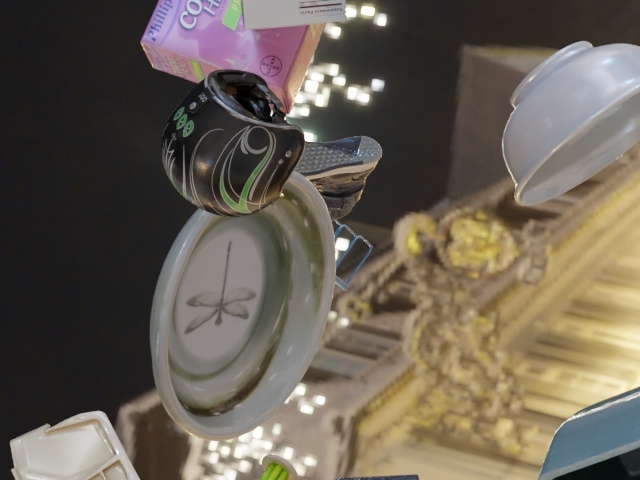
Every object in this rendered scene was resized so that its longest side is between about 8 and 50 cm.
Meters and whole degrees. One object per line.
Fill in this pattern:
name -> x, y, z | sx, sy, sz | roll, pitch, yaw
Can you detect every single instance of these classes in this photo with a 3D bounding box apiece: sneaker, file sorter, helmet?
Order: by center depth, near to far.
helmet -> -0.110, -0.108, 1.702 | 0.161, 0.169, 0.169 | -61, -12, 29
sneaker -> -0.020, -0.099, 2.417 | 0.163, 0.226, 0.086 | 116, 143, -49
file sorter -> 0.000, 0.000, 2.765 | 0.104, 0.170, 0.118 | -54, -23, -3

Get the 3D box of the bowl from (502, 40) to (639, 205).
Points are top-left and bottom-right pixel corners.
bowl -> 0.368, -0.190, 2.016 | 0.298, 0.134, 0.298 | -31, -15, -10

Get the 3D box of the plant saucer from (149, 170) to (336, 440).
plant saucer -> -0.129, 0.082, 2.007 | 0.400, 0.101, 0.400 | -30, -53, -48

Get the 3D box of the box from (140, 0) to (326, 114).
box -> -0.127, -0.350, 2.237 | 0.117, 0.243, 0.213 | 72, -141, -74

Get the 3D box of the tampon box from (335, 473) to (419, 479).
tampon box -> 0.058, 0.363, 1.628 | 0.161, 0.102, 0.120 | 107, 158, -48

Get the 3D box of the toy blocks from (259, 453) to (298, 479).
toy blocks -> -0.067, 0.365, 1.782 | 0.123, 0.054, 0.148 | 54, -132, -20

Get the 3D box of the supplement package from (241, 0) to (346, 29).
supplement package -> -0.048, -0.423, 2.029 | 0.194, 0.149, 0.203 | -100, 5, -73

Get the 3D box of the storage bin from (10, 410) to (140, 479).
storage bin -> -0.250, 0.362, 1.636 | 0.123, 0.260, 0.262 | -25, -24, -16

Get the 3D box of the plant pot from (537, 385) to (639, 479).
plant pot -> 0.482, 0.334, 2.042 | 0.247, 0.247, 0.252 | 59, -159, -15
